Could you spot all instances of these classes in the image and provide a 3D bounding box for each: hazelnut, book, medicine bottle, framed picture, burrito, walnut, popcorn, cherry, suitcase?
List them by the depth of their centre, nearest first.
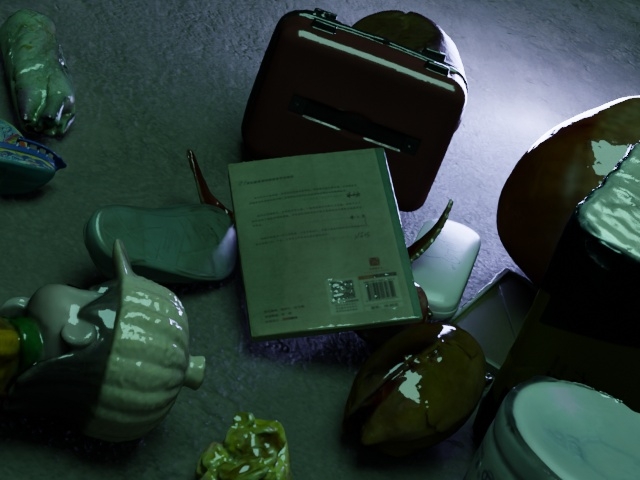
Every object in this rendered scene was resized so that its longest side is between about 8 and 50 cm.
[{"bbox_3d":[0.186,0.309,1.272,0.190,0.332,0.190,18,26,-9],"label":"medicine bottle"},{"bbox_3d":[-0.071,0.233,1.461,0.097,0.089,0.109,43,31,12],"label":"popcorn"},{"bbox_3d":[0.112,0.171,1.634,0.137,0.137,0.245,33,33,17],"label":"walnut"},{"bbox_3d":[0.000,0.000,1.760,0.215,0.025,0.283,-6,50,-3],"label":"book"},{"bbox_3d":[0.124,0.108,1.763,0.225,0.107,0.090,28,51,5],"label":"cherry"},{"bbox_3d":[0.279,0.126,1.921,0.184,0.016,0.250,32,31,16],"label":"framed picture"},{"bbox_3d":[0.424,-0.040,1.990,0.372,0.372,0.315,-1,82,-34],"label":"hazelnut"},{"bbox_3d":[-0.398,-0.240,2.004,0.096,0.066,0.309,3,35,-20],"label":"burrito"},{"bbox_3d":[0.047,-0.187,2.054,0.297,0.236,0.161,19,20,-7],"label":"suitcase"},{"bbox_3d":[0.120,-0.244,2.240,0.218,0.218,0.234,5,34,-28],"label":"hazelnut"}]

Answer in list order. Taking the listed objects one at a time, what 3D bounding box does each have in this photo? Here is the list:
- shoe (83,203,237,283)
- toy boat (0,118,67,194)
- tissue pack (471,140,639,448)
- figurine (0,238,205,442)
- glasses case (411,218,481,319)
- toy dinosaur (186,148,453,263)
[{"bbox_3d":[-0.206,0.006,1.731,0.251,0.100,0.103,5,74,-53],"label":"shoe"},{"bbox_3d":[-0.402,-0.115,1.779,0.175,0.091,0.110,7,50,-32],"label":"toy boat"},{"bbox_3d":[0.369,0.112,1.586,0.264,0.416,0.253,33,50,13],"label":"tissue pack"},{"bbox_3d":[-0.287,0.129,1.424,0.332,0.185,0.204,-19,80,-25],"label":"figurine"},{"bbox_3d":[0.162,0.036,1.940,0.092,0.059,0.233,21,31,7],"label":"glasses case"},{"bbox_3d":[-0.017,-0.037,1.881,0.327,0.113,0.206,26,31,21],"label":"toy dinosaur"}]
